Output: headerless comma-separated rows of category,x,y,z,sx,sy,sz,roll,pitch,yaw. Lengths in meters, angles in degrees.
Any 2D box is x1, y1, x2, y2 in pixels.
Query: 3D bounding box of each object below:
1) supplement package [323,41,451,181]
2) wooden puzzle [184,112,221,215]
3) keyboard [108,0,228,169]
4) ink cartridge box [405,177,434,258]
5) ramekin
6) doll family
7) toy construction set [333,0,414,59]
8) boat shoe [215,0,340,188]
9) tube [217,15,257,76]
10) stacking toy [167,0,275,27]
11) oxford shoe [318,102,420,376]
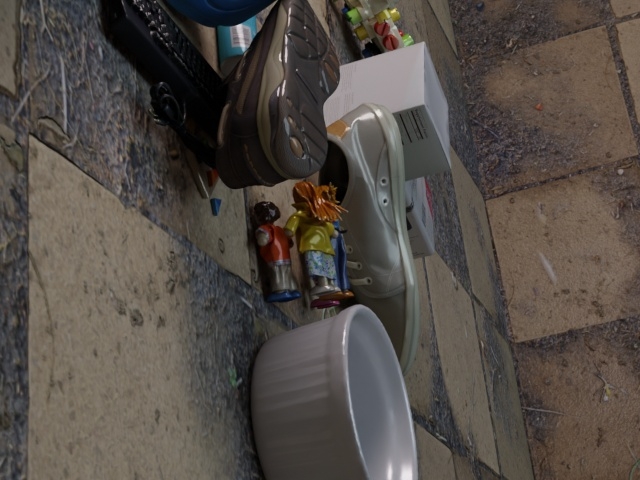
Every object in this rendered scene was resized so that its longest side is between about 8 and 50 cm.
supplement package,0.106,-0.207,1.905,0.194,0.203,0.149,-84,154,-47
wooden puzzle,-0.140,-0.095,1.347,0.078,0.014,0.116,-77,149,-56
keyboard,-0.158,-0.184,1.305,0.317,0.033,0.201,46,29,-58
ink cartridge box,0.134,-0.099,2.083,0.237,0.100,0.172,61,22,-43
ramekin,0.019,0.229,1.391,0.277,0.135,0.277,-13,90,-73
doll family,0.000,0.000,1.540,0.263,0.118,0.163,19,58,-70
toy construction set,0.119,-0.411,2.203,0.215,0.151,0.327,-124,-162,-61
boat shoe,-0.065,-0.191,1.347,0.132,0.130,0.355,58,23,-30
tube,-0.118,-0.322,1.540,0.080,0.052,0.207,24,49,-42
stacking toy,-0.146,-0.441,1.419,0.175,0.166,0.302,20,45,-57
oxford shoe,0.068,0.008,1.769,0.169,0.130,0.449,18,-61,63
